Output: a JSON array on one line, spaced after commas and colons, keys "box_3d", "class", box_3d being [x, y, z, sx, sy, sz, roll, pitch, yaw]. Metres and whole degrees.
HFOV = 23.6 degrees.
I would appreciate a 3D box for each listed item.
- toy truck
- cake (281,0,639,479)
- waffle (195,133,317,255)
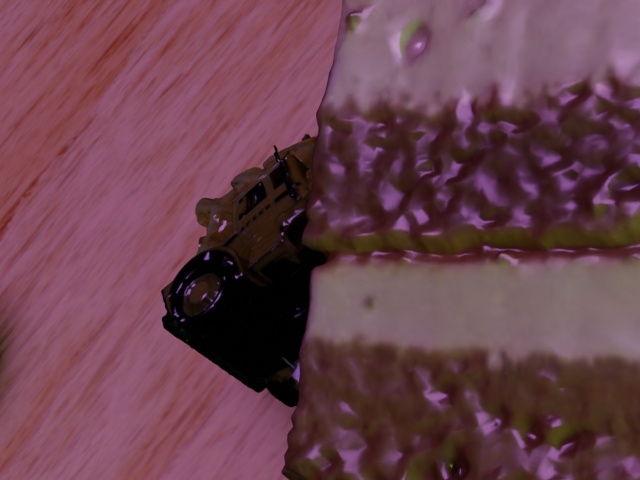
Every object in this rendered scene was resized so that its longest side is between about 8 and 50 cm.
[{"box_3d": [0.018, -0.013, 0.991, 0.257, 0.127, 0.127, -40, 42, 11], "class": "toy truck"}, {"box_3d": [0.157, 0.008, 0.781, 0.282, 0.255, 0.290, -2, 80, 36], "class": "cake"}, {"box_3d": [0.000, 0.000, 1.105, 0.214, 0.054, 0.208, -30, 51, 16], "class": "waffle"}]
